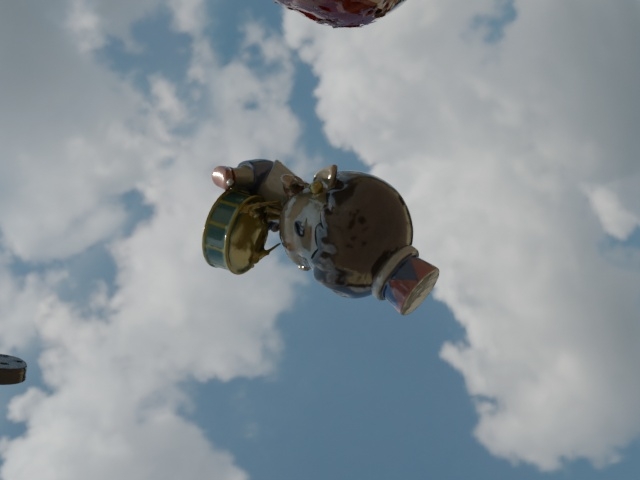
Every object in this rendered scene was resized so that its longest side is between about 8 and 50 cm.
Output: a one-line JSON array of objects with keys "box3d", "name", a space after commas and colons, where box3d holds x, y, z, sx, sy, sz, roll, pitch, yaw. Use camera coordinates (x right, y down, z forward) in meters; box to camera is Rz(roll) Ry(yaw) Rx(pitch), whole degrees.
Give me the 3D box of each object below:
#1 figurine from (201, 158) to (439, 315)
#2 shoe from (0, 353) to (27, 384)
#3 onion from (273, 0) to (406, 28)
[{"box3d": [0.004, -0.007, 1.347, 0.158, 0.276, 0.161, -58, -32, -35], "name": "figurine"}, {"box3d": [-0.339, 0.117, 0.987, 0.179, 0.071, 0.049, 8, -84, -16], "name": "shoe"}, {"box3d": [-0.010, -0.218, 0.759, 0.184, 0.147, 0.184, 44, -141, -51], "name": "onion"}]
